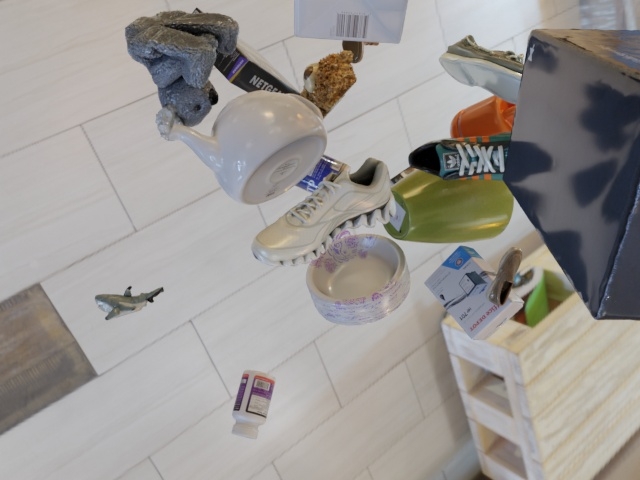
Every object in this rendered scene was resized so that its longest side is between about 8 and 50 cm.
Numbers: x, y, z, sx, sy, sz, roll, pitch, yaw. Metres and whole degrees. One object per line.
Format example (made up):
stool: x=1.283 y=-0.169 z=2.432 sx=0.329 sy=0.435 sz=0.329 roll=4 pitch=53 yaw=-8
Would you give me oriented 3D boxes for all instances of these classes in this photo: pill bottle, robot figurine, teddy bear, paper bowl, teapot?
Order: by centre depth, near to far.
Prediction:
teapot: x=-0.120 y=-0.207 z=1.108 sx=0.253 sy=0.187 sz=0.256 roll=-39 pitch=165 yaw=7
robot figurine: x=0.406 y=-0.277 z=1.352 sx=0.128 sy=0.219 sz=0.157 roll=-6 pitch=84 yaw=-37
teddy bear: x=-0.012 y=-0.370 z=1.429 sx=0.113 sy=0.338 sz=0.245 roll=40 pitch=94 yaw=-7
pill bottle: x=-0.023 y=-0.186 z=1.493 sx=0.187 sy=0.112 sz=0.111 roll=24 pitch=86 yaw=4
paper bowl: x=0.112 y=0.123 z=1.576 sx=0.284 sy=0.284 sz=0.148 roll=-36 pitch=130 yaw=-22
pill bottle: x=-0.212 y=0.509 z=1.732 sx=0.108 sy=0.108 sz=0.193 roll=32 pitch=60 yaw=-34

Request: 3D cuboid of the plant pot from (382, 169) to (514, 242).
plant pot: x=0.318 y=-0.100 z=1.524 sx=0.294 sy=0.275 sz=0.274 roll=-16 pitch=109 yaw=-26

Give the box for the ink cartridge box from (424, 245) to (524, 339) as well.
ink cartridge box: x=0.371 y=0.127 z=1.358 sx=0.082 sy=0.190 sz=0.139 roll=14 pitch=122 yaw=-50

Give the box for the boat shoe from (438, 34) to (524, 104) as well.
boat shoe: x=0.374 y=-0.375 z=1.183 sx=0.099 sy=0.319 sz=0.116 roll=-46 pitch=124 yaw=4

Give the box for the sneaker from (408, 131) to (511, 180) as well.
sneaker: x=0.327 y=-0.174 z=1.215 sx=0.121 sy=0.302 sz=0.108 roll=-19 pitch=107 yaw=-38

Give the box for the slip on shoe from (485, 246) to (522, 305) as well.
slip on shoe: x=0.413 y=0.081 z=1.232 sx=0.052 sy=0.041 sz=0.135 roll=20 pitch=103 yaw=-28

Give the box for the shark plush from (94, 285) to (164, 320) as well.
shark plush: x=-0.461 y=0.142 z=1.345 sx=0.161 sy=0.073 sz=0.067 roll=-17 pitch=88 yaw=11

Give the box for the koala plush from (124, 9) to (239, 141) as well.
koala plush: x=-0.279 y=-0.328 z=1.129 sx=0.196 sy=0.204 sz=0.221 roll=-71 pitch=169 yaw=-45

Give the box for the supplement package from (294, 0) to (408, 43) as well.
supplement package: x=0.055 y=-0.487 z=0.914 sx=0.178 sy=0.292 sz=0.175 roll=4 pitch=145 yaw=1

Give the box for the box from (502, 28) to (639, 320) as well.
box: x=0.572 y=-0.124 z=0.798 sx=0.473 sy=0.479 sz=0.297 roll=4 pitch=118 yaw=2

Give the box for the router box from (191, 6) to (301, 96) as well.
router box: x=-0.213 y=-0.497 z=1.576 sx=0.081 sy=0.243 sz=0.309 roll=-48 pitch=158 yaw=15

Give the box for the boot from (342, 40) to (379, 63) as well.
boot: x=0.135 y=-0.631 z=1.748 sx=0.152 sy=0.073 sz=0.196 roll=5 pitch=76 yaw=-52

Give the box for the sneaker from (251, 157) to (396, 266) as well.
sneaker: x=0.005 y=-0.054 z=0.965 sx=0.292 sy=0.110 sz=0.118 roll=-29 pitch=138 yaw=-25

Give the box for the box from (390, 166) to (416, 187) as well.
box: x=0.382 y=-0.210 z=1.883 sx=0.290 sy=0.087 sz=0.169 roll=-33 pitch=148 yaw=-7

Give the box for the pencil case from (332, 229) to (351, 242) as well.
pencil case: x=0.000 y=0.000 z=1.810 sx=0.088 sy=0.206 sz=0.086 roll=-36 pitch=121 yaw=-49
